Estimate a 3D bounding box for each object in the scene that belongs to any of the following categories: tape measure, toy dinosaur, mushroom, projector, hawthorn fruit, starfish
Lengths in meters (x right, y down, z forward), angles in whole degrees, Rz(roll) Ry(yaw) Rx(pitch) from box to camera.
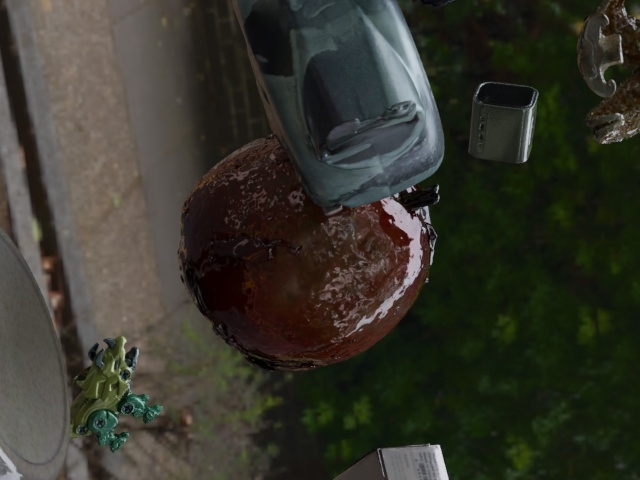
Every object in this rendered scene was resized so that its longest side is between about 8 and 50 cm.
[{"bbox_3d":[0.010,-0.159,1.085,0.275,0.147,0.256,62,8,-73],"label":"tape measure"},{"bbox_3d":[-0.373,0.285,1.956,0.153,0.259,0.094,46,-10,-31],"label":"toy dinosaur"},{"bbox_3d":[0.298,-0.197,1.276,0.019,0.049,0.101,-78,155,-53],"label":"mushroom"},{"bbox_3d":[0.248,-0.161,1.626,0.083,0.083,0.082,-59,155,-56],"label":"projector"},{"bbox_3d":[-0.013,0.006,1.389,0.316,0.316,0.316,-6,90,-83],"label":"hawthorn fruit"},{"bbox_3d":[0.494,-0.218,1.572,0.113,0.303,0.312,-155,-114,-87],"label":"starfish"}]

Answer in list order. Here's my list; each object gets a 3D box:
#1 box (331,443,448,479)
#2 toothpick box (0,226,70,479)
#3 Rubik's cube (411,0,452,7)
[{"bbox_3d":[0.073,0.392,1.498,0.251,0.106,0.203,-46,-129,49],"label":"box"},{"bbox_3d":[-0.504,0.157,1.196,0.409,0.425,0.409,-18,90,-85],"label":"toothpick box"},{"bbox_3d":[0.198,-0.464,1.252,0.307,0.310,0.305,63,25,-16],"label":"Rubik's cube"}]
